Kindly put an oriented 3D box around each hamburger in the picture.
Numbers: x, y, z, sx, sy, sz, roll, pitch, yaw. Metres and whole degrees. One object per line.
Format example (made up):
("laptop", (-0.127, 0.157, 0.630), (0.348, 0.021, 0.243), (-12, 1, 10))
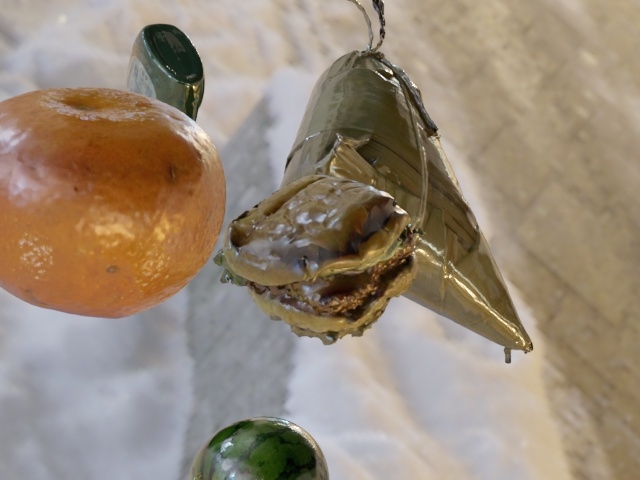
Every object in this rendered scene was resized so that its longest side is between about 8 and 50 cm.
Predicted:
("hamburger", (0.000, 0.000, 1.904), (0.183, 0.130, 0.206), (-35, 44, -27))

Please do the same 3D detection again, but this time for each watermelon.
("watermelon", (-0.046, 0.172, 1.251), (0.109, 0.109, 0.109), (34, 21, -15))

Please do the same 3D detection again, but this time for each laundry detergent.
("laundry detergent", (-0.186, -0.130, 2.062), (0.063, 0.211, 0.137), (-8, 45, -30))

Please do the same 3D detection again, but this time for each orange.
("orange", (-0.186, -0.030, 1.447), (0.224, 0.170, 0.224), (7, 18, -2))

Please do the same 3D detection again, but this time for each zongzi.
("zongzi", (0.126, -0.086, 2.397), (0.418, 0.181, 0.447), (35, 35, -16))
